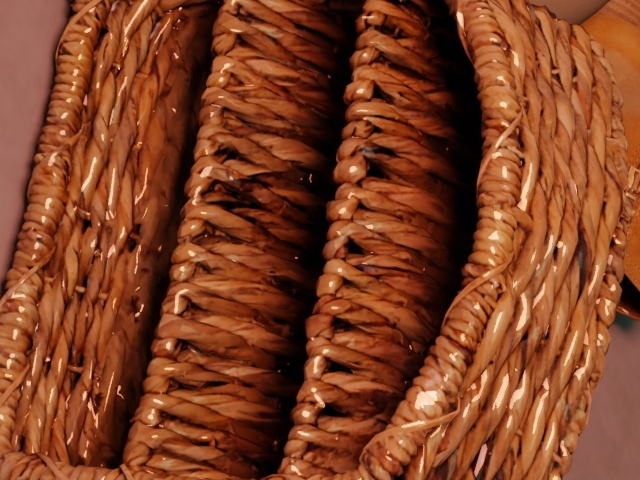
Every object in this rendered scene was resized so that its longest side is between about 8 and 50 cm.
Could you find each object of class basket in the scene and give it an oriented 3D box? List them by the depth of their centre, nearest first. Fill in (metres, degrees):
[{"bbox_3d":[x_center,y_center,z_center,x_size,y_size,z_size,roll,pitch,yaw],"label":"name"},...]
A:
[{"bbox_3d":[0.000,0.000,0.934,0.223,0.213,0.299,26,65,-33],"label":"basket"}]

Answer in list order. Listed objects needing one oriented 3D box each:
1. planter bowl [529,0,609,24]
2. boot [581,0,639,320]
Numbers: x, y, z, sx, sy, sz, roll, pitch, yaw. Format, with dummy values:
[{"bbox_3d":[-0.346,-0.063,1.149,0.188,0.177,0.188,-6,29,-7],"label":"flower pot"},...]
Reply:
[{"bbox_3d":[0.102,-0.169,1.105,0.162,0.162,0.109,18,97,-35],"label":"planter bowl"},{"bbox_3d":[0.236,-0.040,1.216,0.295,0.104,0.211,30,69,-25],"label":"boot"}]
